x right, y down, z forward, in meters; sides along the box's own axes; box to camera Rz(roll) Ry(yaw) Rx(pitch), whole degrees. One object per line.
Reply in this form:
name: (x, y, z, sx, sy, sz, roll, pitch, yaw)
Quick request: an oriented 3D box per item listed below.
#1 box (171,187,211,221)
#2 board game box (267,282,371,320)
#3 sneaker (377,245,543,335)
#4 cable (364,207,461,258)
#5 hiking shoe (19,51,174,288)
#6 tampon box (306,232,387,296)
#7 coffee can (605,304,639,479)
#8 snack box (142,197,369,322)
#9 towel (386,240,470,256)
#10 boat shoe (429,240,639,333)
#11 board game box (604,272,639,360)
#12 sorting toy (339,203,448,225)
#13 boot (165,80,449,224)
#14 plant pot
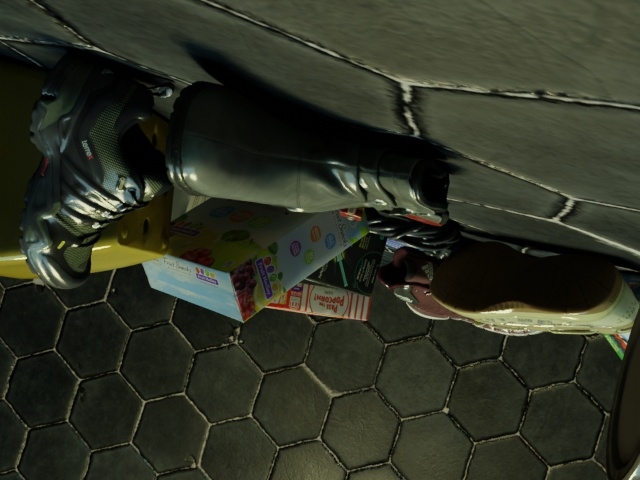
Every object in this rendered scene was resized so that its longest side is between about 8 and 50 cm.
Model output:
box: (-0.157, -0.030, 1.485, 0.121, 0.147, 0.311, 16, 176, 35)
board game box: (-0.031, 0.093, 1.462, 0.147, 0.045, 0.193, 11, 174, -26)
sneaker: (0.197, 0.063, 1.256, 0.281, 0.106, 0.163, -4, 161, 41)
cable: (0.104, -0.019, 1.175, 0.151, 0.047, 0.184, 22, -178, 4)
hiking shoe: (-0.185, -0.040, 0.774, 0.114, 0.226, 0.086, 15, -143, -1)
tampon box: (0.000, 0.000, 1.322, 0.161, 0.120, 0.101, 19, 176, -36)
coffee can: (0.374, 0.128, 0.664, 0.276, 0.201, 0.201, 17, 177, 10)
snack box: (-0.077, -0.004, 1.052, 0.175, 0.070, 0.207, 14, -143, 43)
towel: (0.219, 0.033, 1.530, 0.243, 0.040, 0.336, 19, 177, -29)
boat shoe: (0.248, 0.069, 1.098, 0.089, 0.104, 0.285, 39, 163, -31)
board game box: (0.400, 0.111, 1.099, 0.160, 0.039, 0.211, 52, 171, -6)
sorting toy: (-0.004, -0.059, 0.920, 0.275, 0.046, 0.132, 17, 177, 2)
boot: (0.007, -0.059, 0.678, 0.161, 0.083, 0.246, 9, 180, 23)
plant pot: (-0.263, -0.065, 0.948, 0.187, 0.212, 0.212, 4, 175, 12)
